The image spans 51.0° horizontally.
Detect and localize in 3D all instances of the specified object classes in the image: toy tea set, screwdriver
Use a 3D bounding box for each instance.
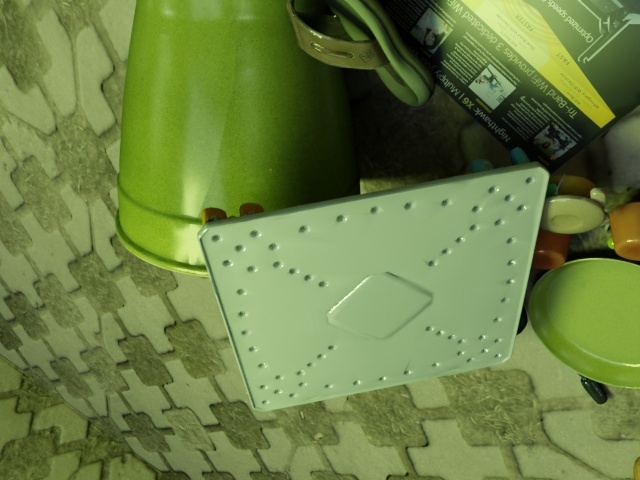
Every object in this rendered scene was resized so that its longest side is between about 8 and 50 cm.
[{"bbox_3d":[0.375,-0.062,0.823,0.336,0.124,0.200,-9,148,39],"label":"toy tea set"},{"bbox_3d":[0.399,0.195,1.068,0.025,0.024,0.170,-41,94,21],"label":"screwdriver"}]

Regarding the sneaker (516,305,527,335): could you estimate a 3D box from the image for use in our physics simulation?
[{"bbox_3d":[0.248,0.056,0.992,0.227,0.087,0.130,55,165,-10],"label":"sneaker"}]

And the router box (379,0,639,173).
[{"bbox_3d":[0.235,-0.251,0.761,0.309,0.081,0.243,43,140,-1],"label":"router box"}]

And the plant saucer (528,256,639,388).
[{"bbox_3d":[0.424,0.113,0.965,0.241,0.037,0.241,21,136,22],"label":"plant saucer"}]

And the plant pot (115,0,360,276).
[{"bbox_3d":[-0.114,-0.193,0.914,0.366,0.366,0.353,17,124,26],"label":"plant pot"}]

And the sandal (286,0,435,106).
[{"bbox_3d":[0.028,-0.228,0.755,0.303,0.086,0.120,36,-170,-42],"label":"sandal"}]

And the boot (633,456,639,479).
[{"bbox_3d":[0.523,0.479,1.155,0.211,0.104,0.295,-16,118,45],"label":"boot"}]

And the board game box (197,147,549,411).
[{"bbox_3d":[0.072,0.070,0.870,0.390,0.050,0.390,-11,137,-3],"label":"board game box"}]
